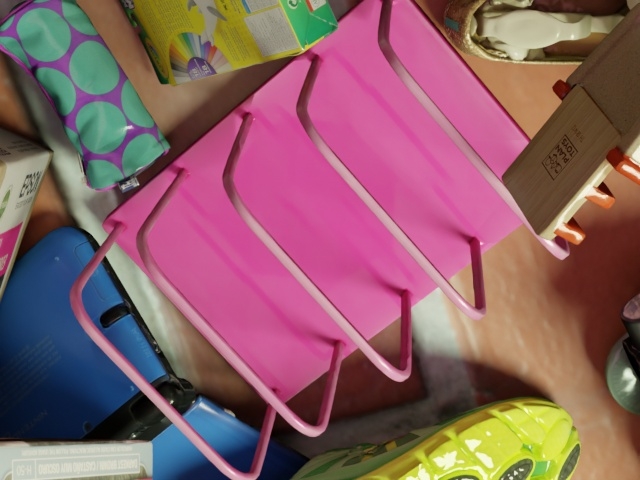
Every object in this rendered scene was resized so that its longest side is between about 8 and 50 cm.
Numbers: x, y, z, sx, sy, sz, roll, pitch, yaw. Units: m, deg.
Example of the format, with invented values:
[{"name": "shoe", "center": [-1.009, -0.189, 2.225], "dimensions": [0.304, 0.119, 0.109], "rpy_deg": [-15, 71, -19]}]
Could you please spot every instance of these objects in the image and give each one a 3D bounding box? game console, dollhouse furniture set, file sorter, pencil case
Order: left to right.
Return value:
[{"name": "game console", "center": [-0.201, 0.171, 1.103], "dimensions": [0.293, 0.173, 0.250], "rpy_deg": [-39, 71, 17]}, {"name": "pencil case", "center": [-0.174, -0.107, 0.978], "dimensions": [0.070, 0.064, 0.152], "rpy_deg": [-32, 104, -6]}, {"name": "file sorter", "center": [0.000, 0.000, 0.938], "dimensions": [0.290, 0.182, 0.202], "rpy_deg": [-38, 102, 17]}, {"name": "dollhouse furniture set", "center": [0.256, -0.025, 0.831], "dimensions": [0.259, 0.262, 0.135], "rpy_deg": [25, 114, -27]}]

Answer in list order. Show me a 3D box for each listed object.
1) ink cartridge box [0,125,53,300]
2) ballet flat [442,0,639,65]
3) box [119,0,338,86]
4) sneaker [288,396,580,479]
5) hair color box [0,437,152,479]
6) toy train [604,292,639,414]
[{"name": "ink cartridge box", "center": [-0.268, 0.015, 0.922], "dimensions": [0.088, 0.235, 0.193], "rpy_deg": [22, 95, -4]}, {"name": "ballet flat", "center": [0.188, -0.146, 0.927], "dimensions": [0.206, 0.067, 0.073], "rpy_deg": [-3, 108, 6]}, {"name": "box", "center": [-0.076, -0.167, 0.922], "dimensions": [0.179, 0.043, 0.105], "rpy_deg": [-5, 115, 49]}, {"name": "sneaker", "center": [0.057, 0.185, 1.040], "dimensions": [0.295, 0.123, 0.109], "rpy_deg": [-21, 113, -7]}, {"name": "hair color box", "center": [-0.326, 0.196, 0.961], "dimensions": [0.374, 0.185, 0.114], "rpy_deg": [-3, 82, 25]}, {"name": "toy train", "center": [0.346, 0.157, 0.992], "dimensions": [0.190, 0.142, 0.334], "rpy_deg": [-28, 105, 5]}]
